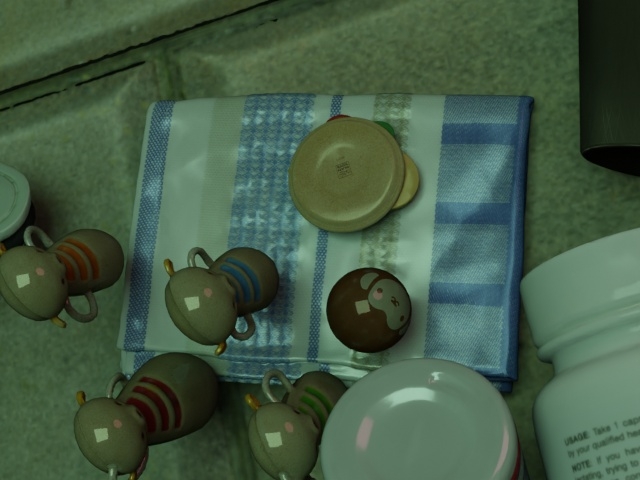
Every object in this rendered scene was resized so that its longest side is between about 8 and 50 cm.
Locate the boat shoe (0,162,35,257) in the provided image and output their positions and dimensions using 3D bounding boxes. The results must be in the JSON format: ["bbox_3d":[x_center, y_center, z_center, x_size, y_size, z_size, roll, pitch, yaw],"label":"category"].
[{"bbox_3d":[-0.337,0.011,1.046,0.303,0.091,0.114,-5,45,19],"label":"boat shoe"}]

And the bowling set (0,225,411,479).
[{"bbox_3d":[-0.054,0.072,0.852,0.200,0.154,0.287,-36,88,18],"label":"bowling set"}]

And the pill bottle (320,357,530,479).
[{"bbox_3d":[0.071,0.156,0.816,0.108,0.180,0.108,-9,53,11],"label":"pill bottle"}]

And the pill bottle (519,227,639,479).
[{"bbox_3d":[0.212,0.141,0.792,0.160,0.160,0.283,-17,74,15],"label":"pill bottle"}]

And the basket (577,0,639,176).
[{"bbox_3d":[0.236,-0.154,0.854,0.204,0.154,0.226,9,85,17],"label":"basket"}]

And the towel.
[{"bbox_3d":[0.000,0.000,0.962,0.285,0.034,0.209,0,77,17],"label":"towel"}]

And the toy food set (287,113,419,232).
[{"bbox_3d":[0.018,-0.045,0.939,0.083,0.020,0.082,-35,69,6],"label":"toy food set"}]
